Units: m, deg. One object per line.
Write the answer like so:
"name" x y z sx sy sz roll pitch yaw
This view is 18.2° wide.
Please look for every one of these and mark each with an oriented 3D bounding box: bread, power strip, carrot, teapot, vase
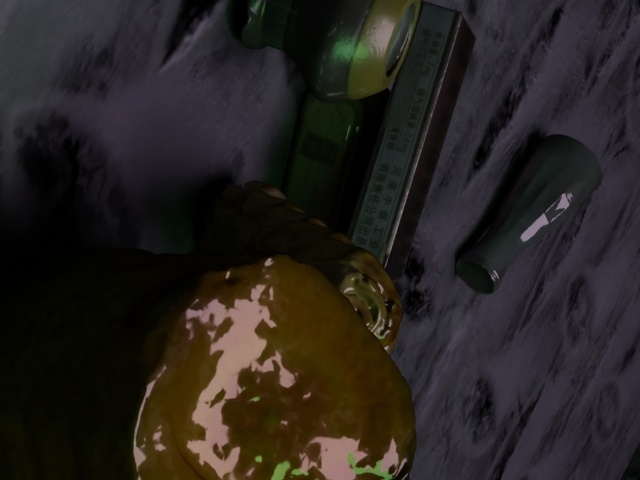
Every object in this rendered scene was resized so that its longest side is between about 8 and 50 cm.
"bread" -0.016 0.027 1.535 0.087 0.269 0.098 13 100 -25
"power strip" 0.000 0.000 1.790 0.092 0.066 0.388 -37 145 -56
"carrot" -0.129 0.123 1.400 0.241 0.340 0.242 6 83 -50
"teapot" 0.015 -0.184 1.552 0.166 0.119 0.130 -56 164 -47
"vase" 0.237 -0.026 2.320 0.214 0.086 0.086 -48 153 -29

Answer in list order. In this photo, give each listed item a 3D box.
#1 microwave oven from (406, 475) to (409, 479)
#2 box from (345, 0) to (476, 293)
"microwave oven" -0.034 0.232 1.665 0.295 0.181 0.238 45 42 -63
"box" 0.064 -0.039 1.743 0.180 0.047 0.325 4 103 -82
